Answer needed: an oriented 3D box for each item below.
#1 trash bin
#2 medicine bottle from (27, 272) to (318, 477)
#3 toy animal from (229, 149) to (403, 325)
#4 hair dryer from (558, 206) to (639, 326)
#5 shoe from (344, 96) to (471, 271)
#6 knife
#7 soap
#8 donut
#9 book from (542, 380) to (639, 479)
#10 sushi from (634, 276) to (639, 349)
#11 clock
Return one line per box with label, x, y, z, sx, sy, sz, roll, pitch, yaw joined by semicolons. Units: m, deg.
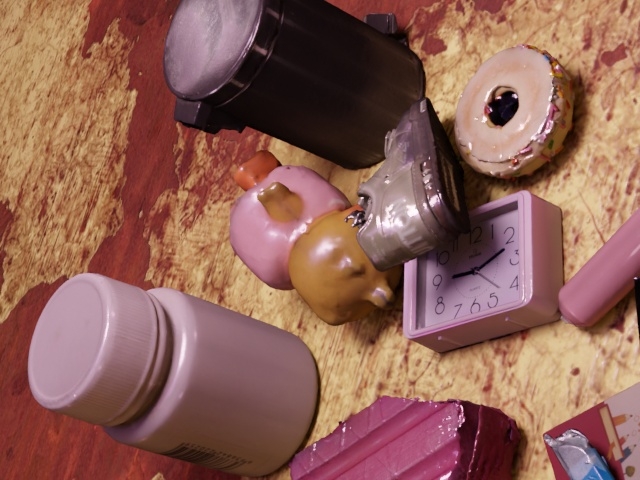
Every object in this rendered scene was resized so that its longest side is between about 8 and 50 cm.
trash bin;-0.032;-0.227;1.750;0.203;0.301;0.252;16;86;50
medicine bottle;-0.189;0.173;1.700;0.208;0.339;0.208;-26;53;40
toy animal;-0.001;0.004;1.701;0.281;0.195;0.169;29;85;36
hair dryer;0.353;-0.045;1.371;0.352;0.125;0.210;-50;40;30
shoe;0.094;-0.070;1.601;0.149;0.109;0.293;-28;26;15
knife;0.309;0.300;1.286;0.044;0.026;0.296;-44;54;20
soap;0.098;0.270;1.501;0.289;0.112;0.182;-41;46;29
donut;0.237;-0.152;1.587;0.174;0.068;0.175;-22;59;42
book;0.336;0.220;1.320;0.232;0.022;0.162;-35;52;32
sushi;0.398;0.135;1.153;0.227;0.215;0.212;-2;81;16
clock;0.189;0.040;1.549;0.197;0.063;0.150;-20;57;42
